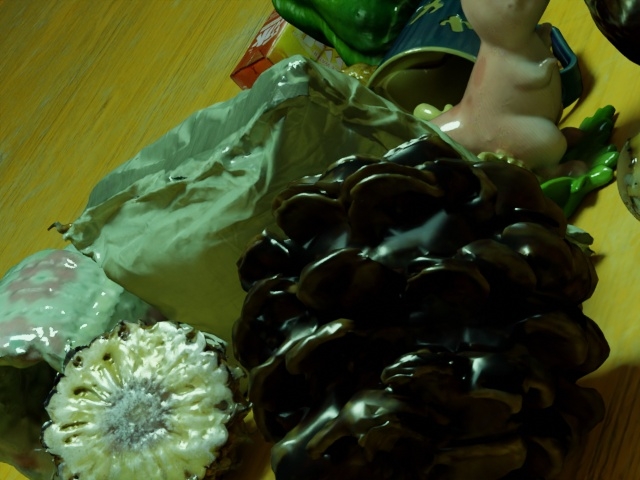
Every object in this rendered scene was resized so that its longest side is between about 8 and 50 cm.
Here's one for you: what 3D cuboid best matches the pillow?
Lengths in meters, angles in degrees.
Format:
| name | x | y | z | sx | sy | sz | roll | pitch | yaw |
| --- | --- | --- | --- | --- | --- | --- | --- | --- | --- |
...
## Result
| name | x | y | z | sx | sy | sz | roll | pitch | yaw |
| --- | --- | --- | --- | --- | --- | --- | --- | --- | --- |
| pillow | 0.000 | 0.000 | 1.354 | 0.310 | 0.283 | 0.138 | -28 | 45 | 47 |

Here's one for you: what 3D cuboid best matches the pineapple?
| name | x | y | z | sx | sy | sz | roll | pitch | yaw |
| --- | --- | --- | --- | --- | --- | --- | --- | --- | --- |
| pineapple | -0.127 | 0.155 | 1.534 | 0.176 | 0.161 | 0.137 | -41 | -24 | 0 |

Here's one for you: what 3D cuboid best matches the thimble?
| name | x | y | z | sx | sy | sz | roll | pitch | yaw |
| --- | --- | --- | --- | --- | --- | --- | --- | --- | --- |
| thimble | -0.220 | 0.106 | 1.670 | 0.211 | 0.185 | 0.149 | -56 | 6 | 49 |

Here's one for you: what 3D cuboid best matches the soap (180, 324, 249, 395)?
| name | x | y | z | sx | sy | sz | roll | pitch | yaw |
| --- | --- | --- | --- | --- | --- | --- | --- | --- | --- |
| soap | -0.038 | 0.037 | 1.610 | 0.183 | 0.064 | 0.121 | -41 | 35 | 16 |

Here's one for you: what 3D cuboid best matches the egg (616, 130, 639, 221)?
| name | x | y | z | sx | sy | sz | roll | pitch | yaw |
| --- | --- | --- | --- | --- | --- | --- | --- | --- | --- |
| egg | 0.230 | -0.044 | 1.255 | 0.071 | 0.071 | 0.083 | -38 | 18 | 20 |

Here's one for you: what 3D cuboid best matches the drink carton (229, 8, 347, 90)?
| name | x | y | z | sx | sy | sz | roll | pitch | yaw |
| --- | --- | --- | --- | --- | --- | --- | --- | --- | --- |
| drink carton | -0.002 | -0.224 | 2.028 | 0.071 | 0.096 | 0.223 | -23 | 30 | 47 |

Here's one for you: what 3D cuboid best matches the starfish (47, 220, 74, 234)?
| name | x | y | z | sx | sy | sz | roll | pitch | yaw |
| --- | --- | --- | --- | --- | --- | --- | --- | --- | --- |
| starfish | -0.125 | -0.045 | 1.849 | 0.293 | 0.084 | 0.301 | -34 | 16 | -20 |

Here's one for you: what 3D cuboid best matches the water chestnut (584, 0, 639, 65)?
| name | x | y | z | sx | sy | sz | roll | pitch | yaw |
| --- | --- | --- | --- | --- | --- | --- | --- | --- | --- |
| water chestnut | 0.275 | -0.245 | 1.304 | 0.289 | 0.244 | 0.289 | -36 | 22 | 17 |

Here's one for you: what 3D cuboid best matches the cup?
| name | x | y | z | sx | sy | sz | roll | pitch | yaw |
| --- | --- | --- | --- | --- | --- | --- | --- | --- | --- |
| cup | 0.133 | -0.138 | 1.584 | 0.176 | 0.131 | 0.155 | -4 | 32 | 18 |

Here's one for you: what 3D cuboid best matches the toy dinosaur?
| name | x | y | z | sx | sy | sz | roll | pitch | yaw |
| --- | --- | --- | --- | --- | --- | --- | --- | --- | --- |
| toy dinosaur | 0.133 | -0.101 | 1.404 | 0.194 | 0.177 | 0.152 | -35 | 21 | 32 |

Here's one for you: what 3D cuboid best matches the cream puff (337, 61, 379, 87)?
| name | x | y | z | sx | sy | sz | roll | pitch | yaw |
| --- | --- | --- | --- | --- | --- | --- | --- | --- | --- |
| cream puff | 0.038 | -0.101 | 1.679 | 0.116 | 0.122 | 0.094 | -10 | 37 | 33 |

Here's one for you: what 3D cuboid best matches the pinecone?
| name | x | y | z | sx | sy | sz | roll | pitch | yaw |
| --- | --- | --- | --- | --- | --- | --- | --- | --- | --- |
| pinecone | 0.063 | 0.064 | 1.135 | 0.243 | 0.243 | 0.257 | -42 | 19 | 10 |

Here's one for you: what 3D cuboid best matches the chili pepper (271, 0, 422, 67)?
| name | x | y | z | sx | sy | sz | roll | pitch | yaw |
| --- | --- | --- | --- | --- | --- | --- | --- | --- | --- |
| chili pepper | 0.030 | -0.274 | 1.830 | 0.167 | 0.213 | 0.385 | -59 | 36 | 20 |
